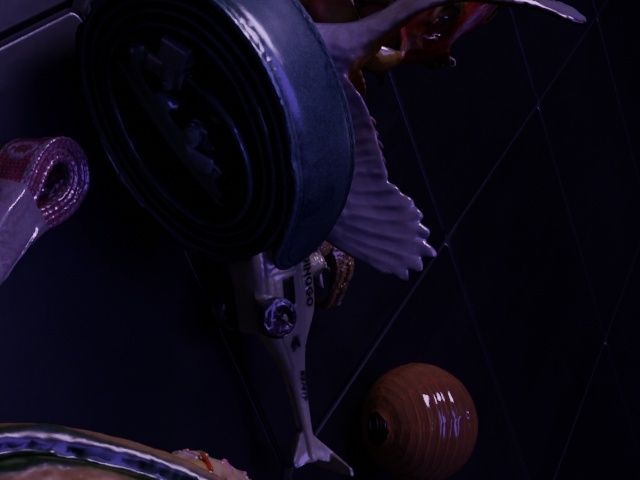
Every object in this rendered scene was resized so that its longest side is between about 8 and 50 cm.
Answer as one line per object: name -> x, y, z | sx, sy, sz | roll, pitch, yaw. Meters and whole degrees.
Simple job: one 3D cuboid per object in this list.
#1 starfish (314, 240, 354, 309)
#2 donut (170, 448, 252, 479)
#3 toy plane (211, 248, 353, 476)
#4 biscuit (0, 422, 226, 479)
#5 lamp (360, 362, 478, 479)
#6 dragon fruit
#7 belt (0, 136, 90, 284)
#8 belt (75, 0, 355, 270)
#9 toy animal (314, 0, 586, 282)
starfish -> 0.000, 0.000, 1.071 | 0.190, 0.074, 0.146 | -5, 82, -60
donut -> -0.102, 0.262, 0.852 | 0.174, 0.068, 0.175 | 16, 71, -55
toy plane -> -0.030, 0.092, 0.955 | 0.108, 0.092, 0.286 | -16, 101, -38
biscuit -> -0.151, 0.243, 0.602 | 0.343, 0.057, 0.287 | 21, 43, -18
lamp -> 0.110, 0.206, 1.139 | 0.136, 0.136, 0.136 | 18, 69, -55
dragon fruit -> 0.063, -0.283, 1.063 | 0.269, 0.250, 0.291 | 53, 57, -27
belt -> -0.237, 0.008, 0.705 | 0.071, 0.053, 0.232 | 63, 36, -37
belt -> -0.077, -0.099, 0.825 | 0.116, 0.206, 0.267 | -40, 107, -46
toy animal -> 0.032, -0.160, 0.904 | 0.302, 0.284, 0.225 | 28, 24, -19
